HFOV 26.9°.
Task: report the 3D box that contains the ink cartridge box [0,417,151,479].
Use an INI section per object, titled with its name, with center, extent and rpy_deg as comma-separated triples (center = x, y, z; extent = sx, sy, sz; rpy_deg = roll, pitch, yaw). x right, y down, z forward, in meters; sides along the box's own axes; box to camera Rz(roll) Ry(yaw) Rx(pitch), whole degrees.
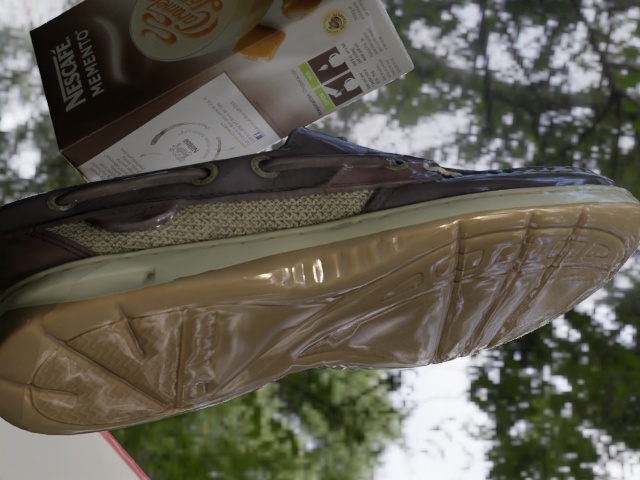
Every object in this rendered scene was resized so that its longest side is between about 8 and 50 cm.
[ink cartridge box]
center = -0.276, 0.174, 1.146
extent = 0.226, 0.131, 0.306
rpy_deg = 50, -20, -11

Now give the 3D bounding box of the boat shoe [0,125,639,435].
[boat shoe]
center = 0.000, 0.000, 0.536
extent = 0.103, 0.285, 0.092
rpy_deg = 106, -35, -49

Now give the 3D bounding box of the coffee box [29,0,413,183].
[coffee box]
center = -0.076, -0.140, 0.987
extent = 0.246, 0.098, 0.141
rpy_deg = -28, -129, 7
